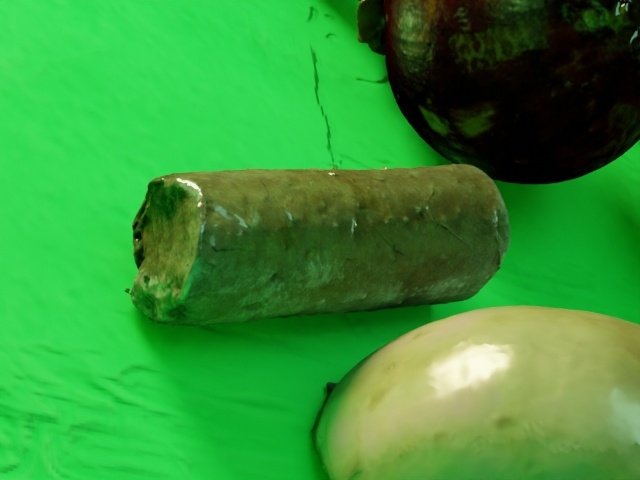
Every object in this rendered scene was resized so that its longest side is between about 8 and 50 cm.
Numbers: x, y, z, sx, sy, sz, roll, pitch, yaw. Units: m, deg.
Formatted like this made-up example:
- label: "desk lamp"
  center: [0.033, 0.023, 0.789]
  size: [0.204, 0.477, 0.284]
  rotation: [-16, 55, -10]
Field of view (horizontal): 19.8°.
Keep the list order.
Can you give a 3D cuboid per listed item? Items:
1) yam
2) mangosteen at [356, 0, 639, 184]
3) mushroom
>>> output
- label: "yam"
  center: [0.000, 0.000, 1.088]
  size: [0.259, 0.093, 0.093]
  rotation: [-3, 57, -43]
- label: "mangosteen"
  center: [0.112, -0.162, 1.275]
  size: [0.289, 0.231, 0.231]
  rotation: [18, 24, 33]
- label: "mushroom"
  center: [0.102, 0.104, 1.015]
  size: [0.162, 0.173, 0.236]
  rotation: [32, 39, -12]
